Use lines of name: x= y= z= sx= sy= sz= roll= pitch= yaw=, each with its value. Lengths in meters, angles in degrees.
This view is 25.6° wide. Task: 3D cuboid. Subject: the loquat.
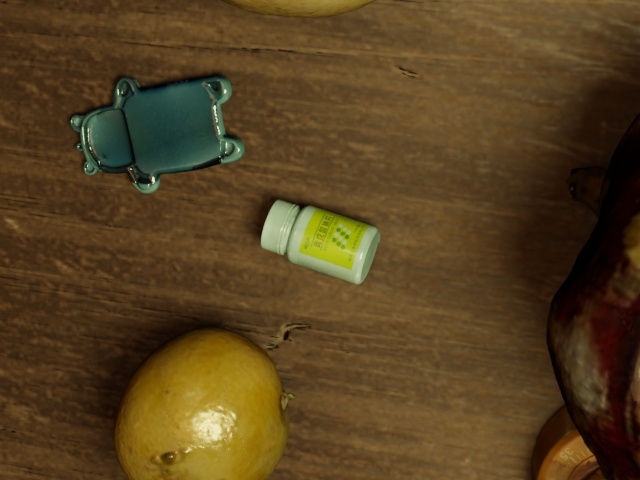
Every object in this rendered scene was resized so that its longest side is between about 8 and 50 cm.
loquat: x=-0.090 y=0.137 z=1.081 sx=0.141 sy=0.141 sz=0.141 roll=3 pitch=101 yaw=14

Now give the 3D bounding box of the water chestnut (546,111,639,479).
water chestnut: x=0.275 y=0.023 z=0.898 sx=0.347 sy=0.335 sz=0.335 roll=34 pitch=110 yaw=38

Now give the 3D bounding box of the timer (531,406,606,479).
timer: x=0.209 y=0.191 z=1.004 sx=0.132 sy=0.152 sz=0.132 roll=3 pitch=101 yaw=14

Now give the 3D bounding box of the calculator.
calculator: x=-0.130 y=-0.085 z=1.110 sx=0.141 sy=0.019 sz=0.094 roll=-9 pitch=98 yaw=18

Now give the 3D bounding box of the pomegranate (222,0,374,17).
pomegranate: x=-0.020 y=-0.289 z=0.914 sx=0.319 sy=0.319 sz=0.319 roll=3 pitch=101 yaw=14

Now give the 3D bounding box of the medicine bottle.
medicine bottle: x=0.000 y=0.000 z=1.077 sx=0.083 sy=0.047 sz=0.047 roll=19 pitch=105 yaw=10
